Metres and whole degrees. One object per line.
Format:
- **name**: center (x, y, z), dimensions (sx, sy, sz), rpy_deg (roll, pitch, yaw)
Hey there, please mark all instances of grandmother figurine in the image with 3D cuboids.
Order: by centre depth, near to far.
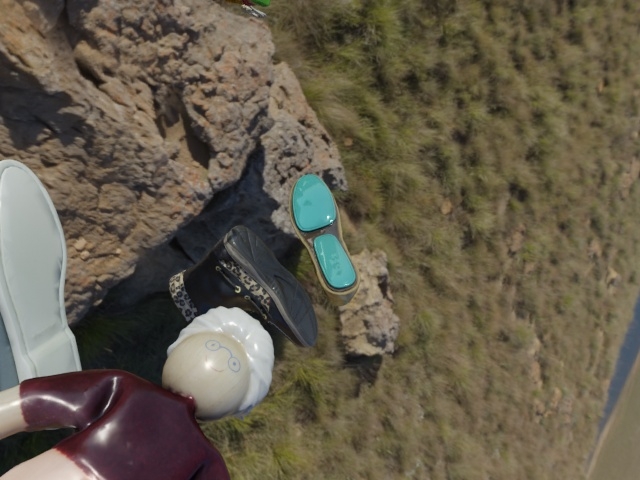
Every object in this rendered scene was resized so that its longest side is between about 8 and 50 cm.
- **grandmother figurine**: center (-0.132, 0.160, 0.275), dimensions (0.208, 0.104, 0.342), rpy_deg (50, 36, -6)

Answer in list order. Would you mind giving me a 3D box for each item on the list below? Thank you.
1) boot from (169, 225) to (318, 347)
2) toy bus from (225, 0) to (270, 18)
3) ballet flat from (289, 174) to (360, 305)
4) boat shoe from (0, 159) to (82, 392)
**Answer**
- **boot**: center (-0.206, 0.171, 1.222), dimensions (0.377, 0.284, 0.138), rpy_deg (52, 26, -18)
- **toy bus**: center (-0.160, -0.425, 0.677), dimensions (0.190, 0.202, 0.104), rpy_deg (13, 107, -13)
- **ballet flat**: center (0.000, 0.000, 0.718), dimensions (0.080, 0.232, 0.073), rpy_deg (-12, 147, -7)
- **boat shoe**: center (-0.367, 0.070, 0.532), dimensions (0.116, 0.099, 0.320), rpy_deg (-53, 137, -81)
